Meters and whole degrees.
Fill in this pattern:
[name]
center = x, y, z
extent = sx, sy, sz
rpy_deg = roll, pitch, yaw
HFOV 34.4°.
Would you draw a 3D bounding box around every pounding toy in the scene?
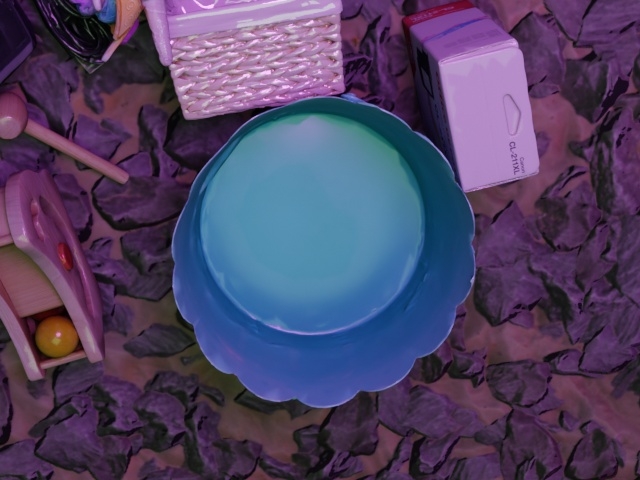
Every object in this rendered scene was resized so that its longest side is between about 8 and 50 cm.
[pounding toy]
center = -0.256, -0.002, 0.989
extent = 0.155, 0.154, 0.269
rpy_deg = -16, 115, 2

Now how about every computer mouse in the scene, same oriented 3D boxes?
[computer mouse]
center = -0.322, -0.162, 0.899
extent = 0.188, 0.072, 0.272
rpy_deg = 53, 55, -24

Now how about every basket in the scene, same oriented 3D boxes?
[basket]
center = -0.060, -0.183, 0.952
extent = 0.167, 0.113, 0.103
rpy_deg = -11, 117, 0

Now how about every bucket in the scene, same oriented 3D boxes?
[bucket]
center = 0.000, 0.000, 0.973
extent = 0.281, 0.183, 0.281
rpy_deg = -1, 100, -3

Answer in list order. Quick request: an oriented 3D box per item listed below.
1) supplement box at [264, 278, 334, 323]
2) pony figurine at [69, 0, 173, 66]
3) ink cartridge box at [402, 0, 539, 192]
[supplement box]
center = -0.026, 0.078, 1.109
extent = 0.083, 0.043, 0.055
rpy_deg = -41, 110, 13
[pony figurine]
center = -0.129, -0.358, 0.784
extent = 0.363, 0.303, 0.351
rpy_deg = -42, 115, 4
[ink cartridge box]
center = 0.135, -0.138, 0.958
extent = 0.072, 0.175, 0.127
rpy_deg = -14, 114, 0
